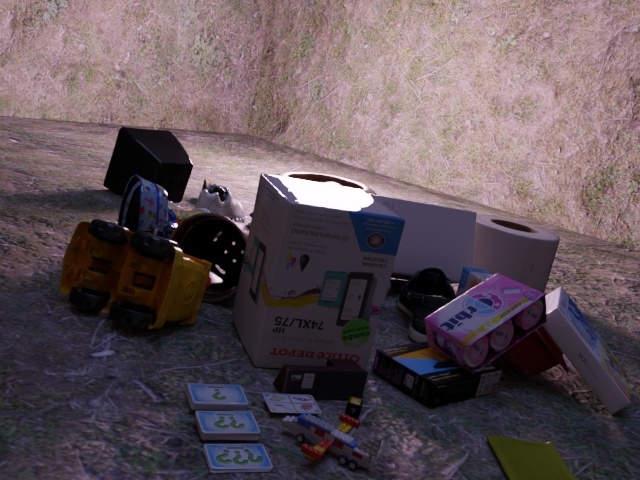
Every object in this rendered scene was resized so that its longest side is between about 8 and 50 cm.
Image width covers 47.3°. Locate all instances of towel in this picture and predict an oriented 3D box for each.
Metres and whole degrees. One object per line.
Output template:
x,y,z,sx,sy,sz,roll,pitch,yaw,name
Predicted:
0.293,0.316,0.938,0.102,0.021,0.237,12,13,-6,towel

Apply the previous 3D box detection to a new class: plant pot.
-0.192,0.028,1.433,0.166,0.167,0.165,15,6,11,plant pot
-0.477,-0.199,2.091,0.167,0.188,0.187,36,23,30,plant pot

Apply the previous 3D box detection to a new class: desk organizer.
-0.001,0.204,1.084,0.130,0.047,0.050,6,12,-26,desk organizer

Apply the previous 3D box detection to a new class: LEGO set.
-0.037,0.226,0.942,0.244,0.060,0.182,7,18,-22,LEGO set

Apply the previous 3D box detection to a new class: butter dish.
0.358,0.186,1.356,0.160,0.118,0.160,46,9,-29,butter dish

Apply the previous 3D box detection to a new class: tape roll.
0.503,0.041,1.973,0.246,0.169,0.246,12,12,-3,tape roll

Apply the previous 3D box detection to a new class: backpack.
-0.359,-0.044,1.518,0.116,0.174,0.158,6,14,-25,backpack

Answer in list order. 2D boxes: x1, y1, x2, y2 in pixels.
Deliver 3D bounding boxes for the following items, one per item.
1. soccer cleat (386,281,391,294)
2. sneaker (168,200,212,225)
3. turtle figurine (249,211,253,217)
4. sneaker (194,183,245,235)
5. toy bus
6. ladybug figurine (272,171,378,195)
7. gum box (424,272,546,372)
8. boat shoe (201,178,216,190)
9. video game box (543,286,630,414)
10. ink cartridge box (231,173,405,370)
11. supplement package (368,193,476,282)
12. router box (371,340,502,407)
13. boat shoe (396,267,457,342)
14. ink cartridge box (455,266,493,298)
0.090,0.122,1.488,0.076,0.068,0.196,28,27,35,soccer cleat
-0.342,-0.039,1.754,0.208,0.082,0.094,12,18,30,sneaker
0.000,0.000,1.591,0.266,0.198,0.274,38,0,27,turtle figurine
-0.263,-0.092,1.945,0.109,0.119,0.292,12,11,6,sneaker
-0.294,0.060,1.247,0.220,0.150,0.211,15,0,25,toy bus
-0.006,-0.090,2.064,0.305,0.162,0.449,21,15,31,ladybug figurine
0.274,0.137,1.225,0.188,0.062,0.107,-28,32,-25,gum box
-0.326,-0.139,2.218,0.059,0.063,0.170,10,22,-20,boat shoe
0.482,0.193,1.334,0.205,0.048,0.187,53,23,5,video game box
-0.013,0.054,1.212,0.198,0.270,0.197,7,15,-20,ink cartridge box
0.197,0.003,1.742,0.292,0.176,0.177,8,-6,-18,supplement package
0.194,0.216,1.213,0.178,0.046,0.133,0,18,-42,router box
0.228,0.115,1.522,0.127,0.113,0.340,12,13,6,boat shoe
0.358,0.136,1.573,0.061,0.105,0.181,8,14,-17,ink cartridge box
